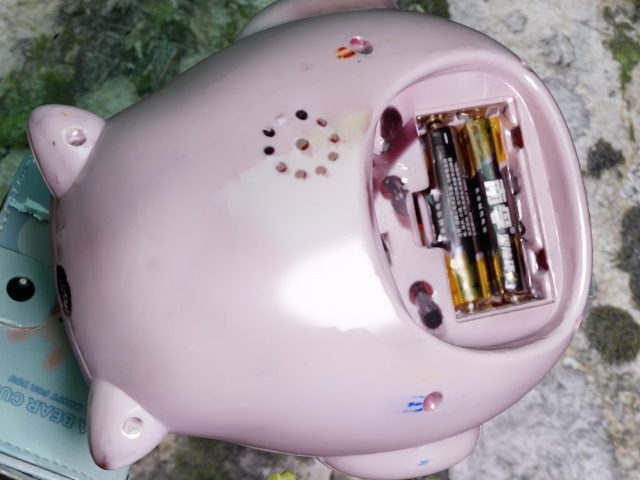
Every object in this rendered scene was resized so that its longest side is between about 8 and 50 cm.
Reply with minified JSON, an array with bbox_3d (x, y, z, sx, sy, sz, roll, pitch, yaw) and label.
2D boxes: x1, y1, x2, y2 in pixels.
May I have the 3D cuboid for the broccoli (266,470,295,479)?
[{"bbox_3d":[-0.110,0.280,1.034,0.397,0.274,0.353,40,49,24],"label":"broccoli"}]

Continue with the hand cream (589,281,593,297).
[{"bbox_3d":[0.096,-0.017,1.317,0.312,0.070,0.111,5,67,-18],"label":"hand cream"}]

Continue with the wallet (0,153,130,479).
[{"bbox_3d":[-0.199,0.069,1.179,0.176,0.075,0.250,23,59,-11],"label":"wallet"}]

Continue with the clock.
[{"bbox_3d":[0.000,0.000,1.105,0.377,0.250,0.368,-11,89,-25],"label":"clock"}]
